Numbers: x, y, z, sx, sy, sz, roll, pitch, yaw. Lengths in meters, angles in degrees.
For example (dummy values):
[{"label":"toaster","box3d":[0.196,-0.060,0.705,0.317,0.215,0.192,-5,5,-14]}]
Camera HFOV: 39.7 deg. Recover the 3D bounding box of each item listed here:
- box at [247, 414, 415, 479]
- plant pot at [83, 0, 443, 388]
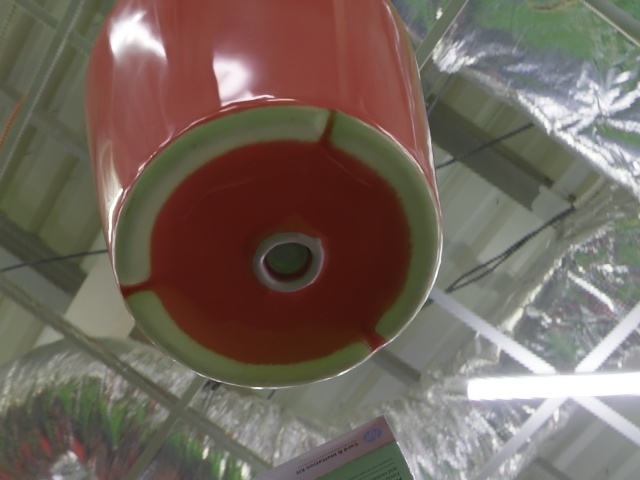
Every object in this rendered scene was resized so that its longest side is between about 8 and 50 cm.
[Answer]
[{"label":"box","box3d":[0.019,0.237,0.641,0.145,0.038,0.186,-25,-68,-2]},{"label":"plant pot","box3d":[-0.037,-0.047,0.616,0.274,0.243,0.275,-4,-59,-7]}]
